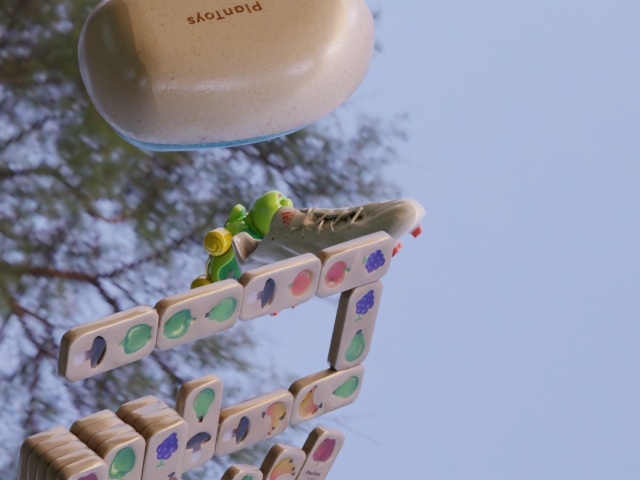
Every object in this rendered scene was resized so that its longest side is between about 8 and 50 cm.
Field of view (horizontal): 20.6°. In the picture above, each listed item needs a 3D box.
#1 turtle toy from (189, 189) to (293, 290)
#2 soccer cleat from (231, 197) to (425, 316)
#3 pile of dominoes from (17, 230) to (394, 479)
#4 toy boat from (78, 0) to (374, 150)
[{"bbox_3d":[-0.065,0.010,1.642,0.066,0.095,0.130,25,-67,16],"label":"turtle toy"},{"bbox_3d":[0.000,0.000,1.385,0.196,0.068,0.076,-26,-82,44],"label":"soccer cleat"},{"bbox_3d":[-0.054,0.113,0.969,0.040,0.251,0.196,33,-54,36],"label":"pile of dominoes"},{"bbox_3d":[-0.098,-0.203,1.597,0.268,0.148,0.318,-10,-127,-15],"label":"toy boat"}]
